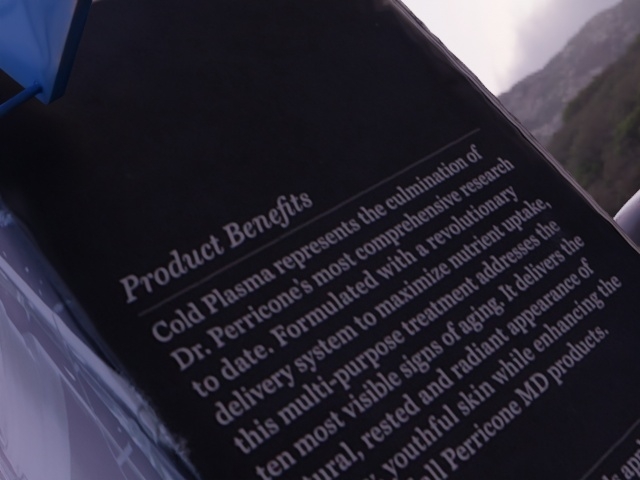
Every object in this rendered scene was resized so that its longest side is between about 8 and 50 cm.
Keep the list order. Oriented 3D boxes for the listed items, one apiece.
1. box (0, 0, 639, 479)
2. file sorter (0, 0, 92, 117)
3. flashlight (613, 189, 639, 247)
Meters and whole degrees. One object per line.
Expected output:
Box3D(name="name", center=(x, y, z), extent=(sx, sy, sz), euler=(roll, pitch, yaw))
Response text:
Box3D(name="box", center=(-0.017, 0.156, 0.577), extent=(0.297, 0.472, 0.480), euler=(-28, -19, -34))
Box3D(name="file sorter", center=(-0.177, -0.121, 0.305), extent=(0.104, 0.170, 0.118), euler=(-49, -3, -43))
Box3D(name="flashlight", center=(0.203, -0.054, 0.482), extent=(0.103, 0.103, 0.304), euler=(-83, -15, -45))
